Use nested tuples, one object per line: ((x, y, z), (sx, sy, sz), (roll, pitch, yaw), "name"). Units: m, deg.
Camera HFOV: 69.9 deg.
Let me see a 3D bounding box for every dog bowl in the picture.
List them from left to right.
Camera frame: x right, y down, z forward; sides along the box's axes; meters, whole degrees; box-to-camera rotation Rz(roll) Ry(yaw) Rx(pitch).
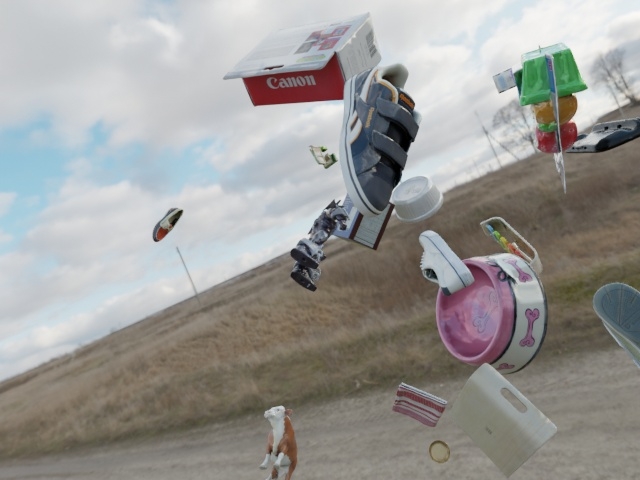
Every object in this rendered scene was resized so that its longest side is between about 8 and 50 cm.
((0.542, 0.235, 1.528), (0.151, 0.407, 0.408), (6, -12, -20), "dog bowl")

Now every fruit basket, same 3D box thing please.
((0.622, -0.342, 1.254), (0.166, 0.352, 0.327), (-3, 26, 23), "fruit basket")

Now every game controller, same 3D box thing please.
((0.871, -0.313, 1.396), (0.167, 0.067, 0.319), (-34, 3, 14), "game controller")

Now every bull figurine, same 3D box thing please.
((-0.139, 0.718, 1.570), (0.101, 0.310, 0.188), (2, 35, 18), "bull figurine")

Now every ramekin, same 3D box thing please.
((0.397, -0.178, 1.915), (0.207, 0.109, 0.207), (-26, 30, 16), "ramekin")

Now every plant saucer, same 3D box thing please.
((0.460, 0.819, 1.776), (0.084, 0.083, 0.015), (-24, -21, -10), "plant saucer")

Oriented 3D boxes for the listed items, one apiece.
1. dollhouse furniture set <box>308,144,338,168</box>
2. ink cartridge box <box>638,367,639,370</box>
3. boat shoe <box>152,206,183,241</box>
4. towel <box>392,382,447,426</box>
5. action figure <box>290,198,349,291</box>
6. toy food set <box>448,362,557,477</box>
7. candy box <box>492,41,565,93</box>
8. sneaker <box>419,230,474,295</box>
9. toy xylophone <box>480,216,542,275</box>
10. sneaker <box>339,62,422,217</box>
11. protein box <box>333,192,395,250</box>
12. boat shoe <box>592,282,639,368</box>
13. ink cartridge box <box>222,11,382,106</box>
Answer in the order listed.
((-0.003, -0.292, 1.635), (0.059, 0.076, 0.152), (-30, -10, 31), "dollhouse furniture set")
((1.095, 0.394, 1.508), (0.082, 0.139, 0.191), (-23, -34, 19), "ink cartridge box")
((-0.484, -0.051, 1.453), (0.043, 0.049, 0.137), (7, 53, 26), "boat shoe")
((0.486, 0.827, 2.281), (0.328, 0.237, 0.037), (88, -154, -51), "towel")
((0.000, 0.000, 1.238), (0.185, 0.099, 0.285), (-66, -3, 40), "action figure")
((0.483, 0.486, 1.238), (0.093, 0.220, 0.306), (-27, -37, -25), "toy food set")
((0.734, -0.600, 1.599), (0.165, 0.070, 0.196), (-32, 11, -34), "candy box")
((0.301, 0.053, 1.204), (0.091, 0.094, 0.258), (-31, 24, 4), "sneaker")
((0.807, 0.040, 1.896), (0.081, 0.236, 0.322), (-38, 37, 9), "toy xylophone")
((0.115, -0.204, 0.859), (0.128, 0.320, 0.126), (-17, -29, 35), "sneaker")
((0.167, -0.085, 1.857), (0.201, 0.136, 0.200), (-67, 21, -3), "protein box")
((0.686, 0.224, 0.917), (0.118, 0.320, 0.103), (-42, -30, 6), "boat shoe")
((-0.045, -0.437, 1.166), (0.310, 0.130, 0.271), (7, 49, 33), "ink cartridge box")
